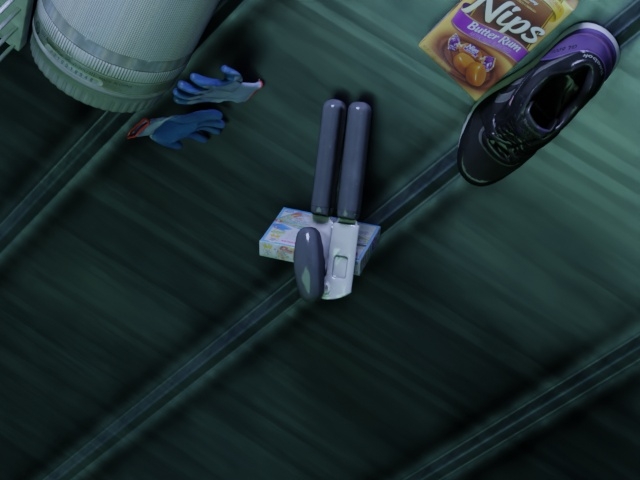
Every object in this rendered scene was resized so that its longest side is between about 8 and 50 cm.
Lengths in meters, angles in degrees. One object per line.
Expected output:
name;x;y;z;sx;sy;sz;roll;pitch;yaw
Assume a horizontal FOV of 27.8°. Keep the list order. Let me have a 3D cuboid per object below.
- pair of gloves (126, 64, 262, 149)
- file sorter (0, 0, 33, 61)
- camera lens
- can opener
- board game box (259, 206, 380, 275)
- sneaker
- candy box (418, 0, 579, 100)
pair of gloves;-0.172;-0.185;1.833;0.198;0.159;0.023;-36;70;35
file sorter;-0.528;-0.331;1.793;0.193;0.173;0.277;39;158;-4
camera lens;-0.249;-0.335;1.720;0.219;0.219;0.274;34;126;0
can opener;0.016;-0.054;1.795;0.076;0.095;0.283;8;94;18
board game box;0.000;0.000;1.898;0.154;0.103;0.026;12;123;16
sneaker;0.263;-0.161;1.682;0.107;0.124;0.283;39;126;-4
candy box;0.229;-0.281;1.667;0.109;0.053;0.186;42;124;-6
